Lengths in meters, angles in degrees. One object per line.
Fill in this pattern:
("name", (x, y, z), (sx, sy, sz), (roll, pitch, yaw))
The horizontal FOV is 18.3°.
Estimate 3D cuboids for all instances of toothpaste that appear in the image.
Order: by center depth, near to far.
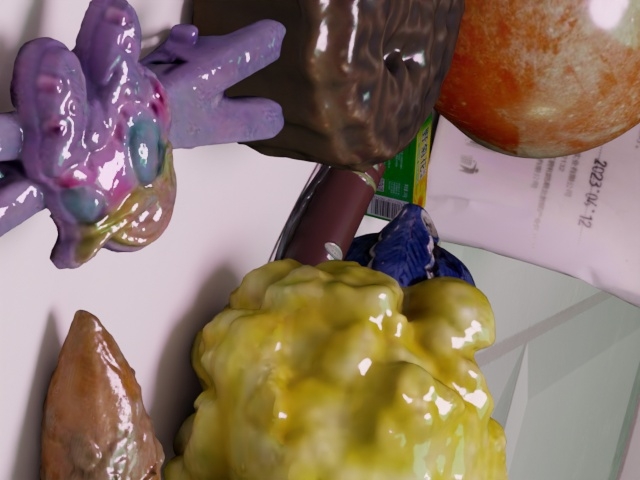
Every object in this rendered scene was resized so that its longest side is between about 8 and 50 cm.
("toothpaste", (0.064, -0.092, 1.580), (0.037, 0.043, 0.178), (-54, 154, -47))

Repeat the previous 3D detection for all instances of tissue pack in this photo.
("tissue pack", (0.254, -0.141, 1.739), (0.194, 0.266, 0.357), (-2, 108, -65))

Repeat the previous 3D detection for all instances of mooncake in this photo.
("mooncake", (0.014, -0.157, 1.251), (0.228, 0.124, 0.228), (16, 90, -70))

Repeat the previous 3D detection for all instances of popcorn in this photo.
("popcorn", (0.010, 0.139, 1.350), (0.235, 0.241, 0.250), (11, 82, -63))

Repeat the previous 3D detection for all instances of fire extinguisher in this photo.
("fire extinguisher", (0.000, 0.000, 1.476), (0.064, 0.043, 0.158), (45, 58, -36))

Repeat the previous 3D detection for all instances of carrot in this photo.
("carrot", (-0.134, 0.159, 1.177), (0.102, 0.102, 0.263), (-42, 138, -58))

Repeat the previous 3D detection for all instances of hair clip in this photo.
("hair clip", (-0.101, -0.070, 1.048), (0.278, 0.090, 0.137), (-40, 134, -60))

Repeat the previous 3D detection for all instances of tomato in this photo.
("tomato", (0.176, -0.198, 1.464), (0.270, 0.222, 0.270), (26, 60, -57))

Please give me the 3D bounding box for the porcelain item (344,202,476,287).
("porcelain item", (0.065, 0.093, 1.611), (0.288, 0.138, 0.186), (88, 15, -47))
